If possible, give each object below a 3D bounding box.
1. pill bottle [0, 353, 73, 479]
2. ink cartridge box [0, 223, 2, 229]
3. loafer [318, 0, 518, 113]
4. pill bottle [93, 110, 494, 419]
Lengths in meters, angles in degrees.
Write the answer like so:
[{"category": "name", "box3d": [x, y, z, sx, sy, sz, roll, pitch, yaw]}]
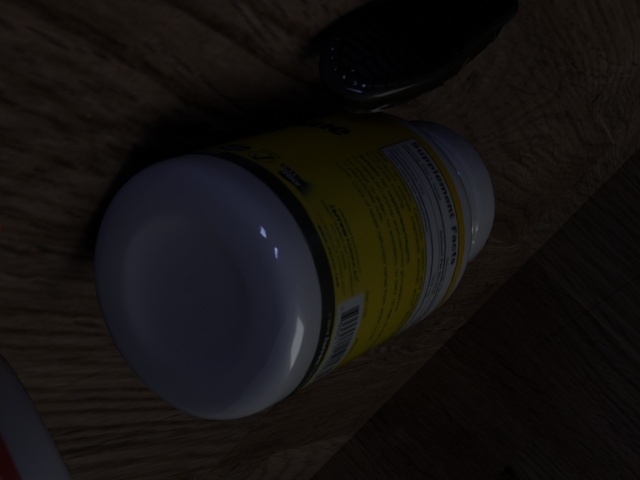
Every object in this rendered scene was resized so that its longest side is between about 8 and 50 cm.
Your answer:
[{"category": "pill bottle", "box3d": [-0.307, 0.223, 0.687, 0.363, 0.210, 0.210, -26, 159, -19]}, {"category": "ink cartridge box", "box3d": [-0.270, 0.046, 0.676, 0.181, 0.056, 0.225, -43, 163, 0]}, {"category": "loafer", "box3d": [0.077, -0.145, 0.983, 0.220, 0.080, 0.078, -31, 159, -39]}, {"category": "pill bottle", "box3d": [0.000, 0.000, 0.972, 0.334, 0.188, 0.188, -22, 154, -53]}]
